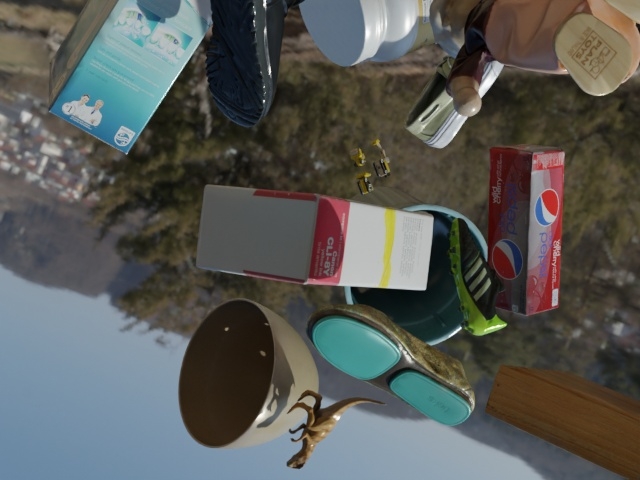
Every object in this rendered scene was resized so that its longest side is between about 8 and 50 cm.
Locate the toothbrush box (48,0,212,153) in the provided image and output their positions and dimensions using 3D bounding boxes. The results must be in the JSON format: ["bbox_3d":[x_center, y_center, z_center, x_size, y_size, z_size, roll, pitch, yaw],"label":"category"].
[{"bbox_3d":[-0.250,-0.303,1.280,0.126,0.296,0.216,28,-164,-27],"label":"toothbrush box"}]

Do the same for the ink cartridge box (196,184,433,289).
[{"bbox_3d":[0.000,0.000,1.759,0.279,0.161,0.384,6,180,39],"label":"ink cartridge box"}]

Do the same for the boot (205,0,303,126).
[{"bbox_3d":[-0.040,-0.279,1.116,0.094,0.207,0.247,31,143,23],"label":"boot"}]

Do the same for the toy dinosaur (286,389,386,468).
[{"bbox_3d":[0.008,0.314,1.641,0.112,0.211,0.064,43,-167,2],"label":"toy dinosaur"}]

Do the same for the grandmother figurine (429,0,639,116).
[{"bbox_3d":[0.194,-0.210,0.904,0.104,0.208,0.342,42,-177,-20],"label":"grandmother figurine"}]

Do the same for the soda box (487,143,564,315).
[{"bbox_3d":[0.327,-0.019,1.481,0.083,0.264,0.092,-9,-165,-36],"label":"soda box"}]

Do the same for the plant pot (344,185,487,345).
[{"bbox_3d":[0.183,0.034,2.195,0.341,0.341,0.334,23,-169,-18],"label":"plant pot"}]

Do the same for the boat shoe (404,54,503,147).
[{"bbox_3d":[0.275,-0.324,1.830,0.094,0.302,0.109,21,-162,-27],"label":"boat shoe"}]

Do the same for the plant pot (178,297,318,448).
[{"bbox_3d":[-0.115,0.271,1.795,0.190,0.284,0.284,21,178,-41],"label":"plant pot"}]

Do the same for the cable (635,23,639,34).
[{"bbox_3d":[0.428,-0.355,1.193,0.047,0.185,0.150,10,152,-31],"label":"cable"}]

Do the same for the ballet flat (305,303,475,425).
[{"bbox_3d":[0.110,0.176,1.467,0.348,0.123,0.123,35,171,-27],"label":"ballet flat"}]

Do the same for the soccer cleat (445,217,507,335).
[{"bbox_3d":[0.234,0.052,1.387,0.072,0.179,0.060,-10,176,-7],"label":"soccer cleat"}]

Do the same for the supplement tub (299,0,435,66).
[{"bbox_3d":[0.141,-0.430,1.523,0.228,0.316,0.228,46,151,35],"label":"supplement tub"}]

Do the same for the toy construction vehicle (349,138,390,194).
[{"bbox_3d":[0.108,-0.156,1.957,0.085,0.098,0.035,-23,178,44],"label":"toy construction vehicle"}]

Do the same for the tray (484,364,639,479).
[{"bbox_3d":[0.430,0.259,1.133,0.410,0.076,0.202,22,-175,37],"label":"tray"}]
